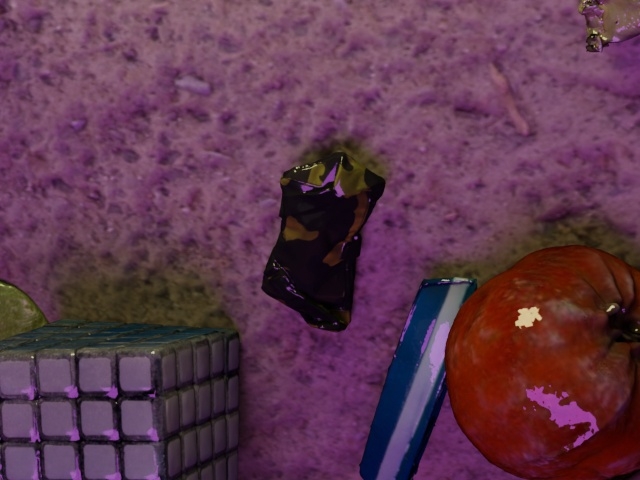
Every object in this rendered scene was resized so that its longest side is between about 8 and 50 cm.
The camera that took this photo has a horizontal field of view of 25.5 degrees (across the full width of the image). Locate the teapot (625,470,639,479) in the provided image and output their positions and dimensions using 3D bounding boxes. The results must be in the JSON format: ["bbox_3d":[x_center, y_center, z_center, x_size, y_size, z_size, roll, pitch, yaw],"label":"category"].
[{"bbox_3d":[0.363,0.268,1.383,0.298,0.139,0.204,-22,145,16],"label":"teapot"}]

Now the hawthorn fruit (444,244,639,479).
[{"bbox_3d":[0.222,0.141,1.388,0.242,0.242,0.272,37,134,-10],"label":"hawthorn fruit"}]

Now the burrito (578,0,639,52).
[{"bbox_3d":[0.306,-0.211,1.226,0.171,0.042,0.051,-15,116,29],"label":"burrito"}]

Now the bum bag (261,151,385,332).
[{"bbox_3d":[0.000,0.000,1.456,0.107,0.060,0.232,10,129,-1],"label":"bum bag"}]

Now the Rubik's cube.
[{"bbox_3d":[-0.232,0.215,1.525,0.237,0.237,0.238,-1,93,18],"label":"Rubik's cube"}]

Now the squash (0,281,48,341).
[{"bbox_3d":[-0.402,0.171,1.728,0.189,0.189,0.260,14,92,7],"label":"squash"}]

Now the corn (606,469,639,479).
[{"bbox_3d":[0.366,0.236,1.496,0.320,0.097,0.097,6,126,11],"label":"corn"}]

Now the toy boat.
[{"bbox_3d":[0.105,0.151,1.515,0.062,0.096,0.299,24,125,12],"label":"toy boat"}]
